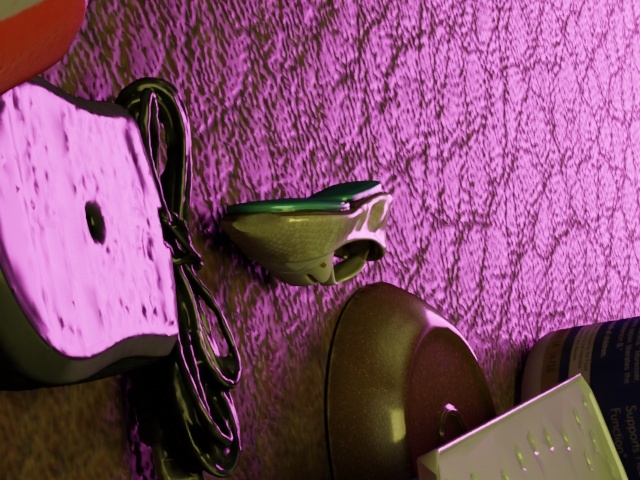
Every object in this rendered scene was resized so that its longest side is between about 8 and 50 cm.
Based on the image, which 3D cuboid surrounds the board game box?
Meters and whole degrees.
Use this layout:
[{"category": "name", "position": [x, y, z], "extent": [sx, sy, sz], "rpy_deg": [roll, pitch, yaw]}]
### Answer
[{"category": "board game box", "position": [0.158, 0.278, 0.988], "extent": [0.390, 0.050, 0.390], "rpy_deg": [68, 17, 5]}]

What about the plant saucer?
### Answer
[{"category": "plant saucer", "position": [0.064, 0.119, 1.077], "extent": [0.198, 0.036, 0.198], "rpy_deg": [38, 46, -55]}]

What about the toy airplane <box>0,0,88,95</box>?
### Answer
[{"category": "toy airplane", "position": [-0.172, -0.264, 0.475], "extent": [0.384, 0.272, 0.386], "rpy_deg": [25, 70, -35]}]

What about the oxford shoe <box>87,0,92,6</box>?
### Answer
[{"category": "oxford shoe", "position": [-0.120, -0.167, 0.794], "extent": [0.096, 0.083, 0.227], "rpy_deg": [33, 49, -27]}]

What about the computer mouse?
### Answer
[{"category": "computer mouse", "position": [-0.110, 0.010, 0.739], "extent": [0.272, 0.072, 0.188], "rpy_deg": [23, 56, -74]}]

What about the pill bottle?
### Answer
[{"category": "pill bottle", "position": [0.282, 0.117, 1.258], "extent": [0.153, 0.265, 0.153], "rpy_deg": [36, 48, -54]}]

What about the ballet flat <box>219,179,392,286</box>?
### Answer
[{"category": "ballet flat", "position": [0.000, 0.000, 0.976], "extent": [0.168, 0.057, 0.052], "rpy_deg": [-14, 102, -64]}]
